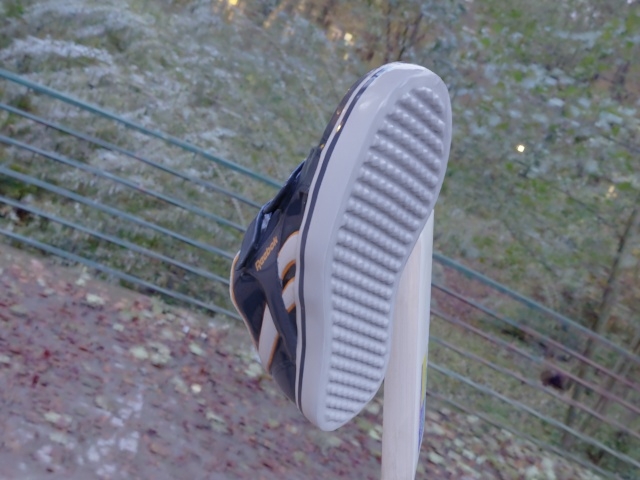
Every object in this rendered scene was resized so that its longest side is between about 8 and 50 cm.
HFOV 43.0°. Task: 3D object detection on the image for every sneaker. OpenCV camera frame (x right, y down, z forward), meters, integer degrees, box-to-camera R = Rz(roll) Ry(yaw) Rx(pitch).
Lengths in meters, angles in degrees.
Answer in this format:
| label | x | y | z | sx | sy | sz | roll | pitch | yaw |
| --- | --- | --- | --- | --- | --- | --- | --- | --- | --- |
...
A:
| label | x | y | z | sx | sy | sz | roll | pitch | yaw |
| --- | --- | --- | --- | --- | --- | --- | --- | --- | --- |
| sneaker | 0.000 | 0.000 | 0.632 | 0.126 | 0.321 | 0.127 | -20 | 45 | -39 |

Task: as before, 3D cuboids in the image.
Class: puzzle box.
| label | x | y | z | sx | sy | sz | roll | pitch | yaw |
| --- | --- | --- | --- | --- | --- | --- | --- | --- | --- |
| puzzle box | 0.144 | 0.161 | 1.326 | 0.052 | 0.409 | 0.272 | 3 | 7 | 10 |
